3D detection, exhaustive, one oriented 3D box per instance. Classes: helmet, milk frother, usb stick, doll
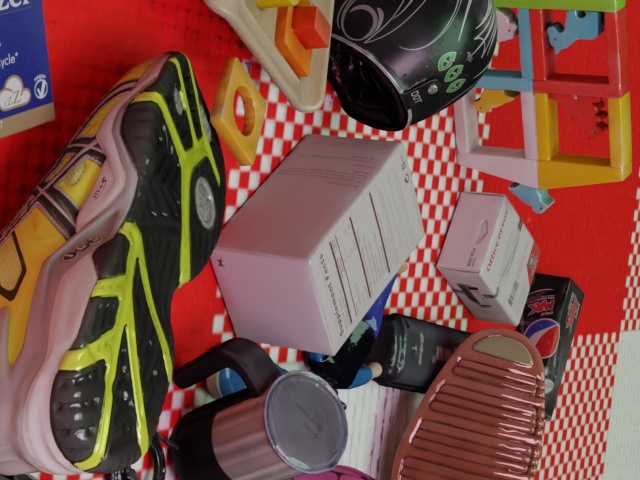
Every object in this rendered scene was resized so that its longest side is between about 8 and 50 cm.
[{"bbox_3d":[0.079,-0.195,1.391,0.161,0.169,0.169,-48,137,-19],"label":"helmet"},{"bbox_3d":[-0.078,0.165,1.222,0.129,0.134,0.143,46,49,-15],"label":"milk frother"},{"bbox_3d":[0.129,0.129,1.641,0.278,0.045,0.077,18,82,-58],"label":"usb stick"},{"bbox_3d":[0.029,0.089,1.468,0.189,0.046,0.129,-63,143,-29],"label":"doll"}]

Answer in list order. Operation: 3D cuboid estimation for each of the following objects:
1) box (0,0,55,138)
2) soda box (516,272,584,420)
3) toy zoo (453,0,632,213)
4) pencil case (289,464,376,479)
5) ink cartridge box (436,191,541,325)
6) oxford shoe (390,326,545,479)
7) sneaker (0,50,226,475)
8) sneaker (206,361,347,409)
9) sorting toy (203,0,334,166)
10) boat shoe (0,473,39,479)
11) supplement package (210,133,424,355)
[{"bbox_3d":[-0.237,-0.171,0.984,0.136,0.036,0.225,-29,120,-53],"label":"box"},{"bbox_3d":[0.268,0.128,1.862,0.060,0.053,0.169,41,62,-54],"label":"soda box"},{"bbox_3d":[0.225,-0.168,1.590,0.030,0.192,0.293,-36,126,-50],"label":"toy zoo"},{"bbox_3d":[0.003,0.314,1.438,0.095,0.098,0.209,-138,-133,-73],"label":"pencil case"},{"bbox_3d":[0.188,0.020,1.702,0.135,0.056,0.099,50,55,-52],"label":"ink cartridge box"},{"bbox_3d":[0.135,0.279,1.618,0.146,0.140,0.397,-2,111,-84],"label":"oxford shoe"},{"bbox_3d":[-0.166,-0.004,1.055,0.385,0.147,0.145,-73,150,-50],"label":"sneaker"},{"bbox_3d":[-0.031,0.132,1.341,0.152,0.084,0.058,43,61,-53],"label":"sneaker"},{"bbox_3d":[-0.025,-0.221,1.240,0.196,0.047,0.348,42,49,-59],"label":"sorting toy"},{"bbox_3d":[-0.212,0.185,1.066,0.233,0.084,0.079,20,54,-64],"label":"boat shoe"},{"bbox_3d":[0.000,0.000,1.343,0.179,0.105,0.105,-50,137,-41],"label":"supplement package"}]
